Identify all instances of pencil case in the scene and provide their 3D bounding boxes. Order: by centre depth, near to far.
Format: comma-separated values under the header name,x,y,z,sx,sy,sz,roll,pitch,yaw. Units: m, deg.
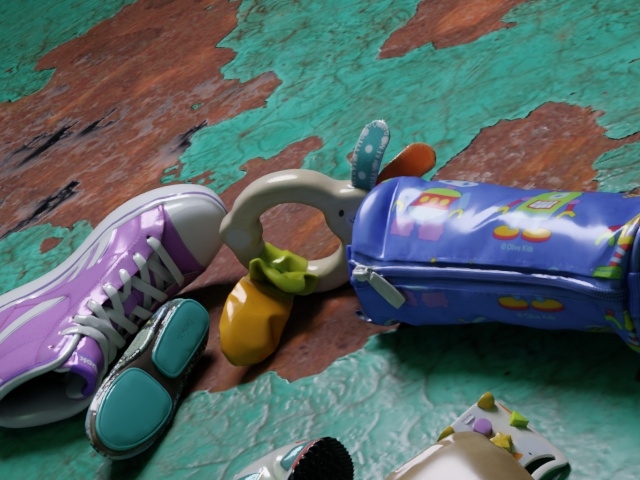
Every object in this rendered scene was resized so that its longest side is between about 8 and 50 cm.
name,x,y,z,sx,sy,sz,roll,pitch,yaw
pencil case,0.151,0.018,1.213,0.306,0.119,0.133,5,21,44

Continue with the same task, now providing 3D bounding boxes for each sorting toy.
name,x,y,z,sx,sy,sz,roll,pitch,yaw
sorting toy,0.127,0.148,1.096,0.075,0.045,0.083,30,56,35

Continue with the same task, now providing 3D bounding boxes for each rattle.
name,x,y,z,sx,sy,sz,roll,pitch,yaw
rattle,0.000,0.000,1.336,0.199,0.130,0.143,-23,13,30

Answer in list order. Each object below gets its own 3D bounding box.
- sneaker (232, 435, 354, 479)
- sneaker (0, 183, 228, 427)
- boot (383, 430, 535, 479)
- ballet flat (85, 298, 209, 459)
name,x,y,z,sx,sy,sz,roll,pitch,yaw
sneaker,-0.050,0.199,1.130,0.161,0.057,0.075,-41,15,-28
sneaker,-0.184,0.070,1.424,0.282,0.102,0.161,-37,31,-3
boot,0.060,0.235,0.813,0.236,0.089,0.269,-35,27,-7
ballet flat,-0.151,0.124,1.341,0.070,0.070,0.188,-6,30,31
